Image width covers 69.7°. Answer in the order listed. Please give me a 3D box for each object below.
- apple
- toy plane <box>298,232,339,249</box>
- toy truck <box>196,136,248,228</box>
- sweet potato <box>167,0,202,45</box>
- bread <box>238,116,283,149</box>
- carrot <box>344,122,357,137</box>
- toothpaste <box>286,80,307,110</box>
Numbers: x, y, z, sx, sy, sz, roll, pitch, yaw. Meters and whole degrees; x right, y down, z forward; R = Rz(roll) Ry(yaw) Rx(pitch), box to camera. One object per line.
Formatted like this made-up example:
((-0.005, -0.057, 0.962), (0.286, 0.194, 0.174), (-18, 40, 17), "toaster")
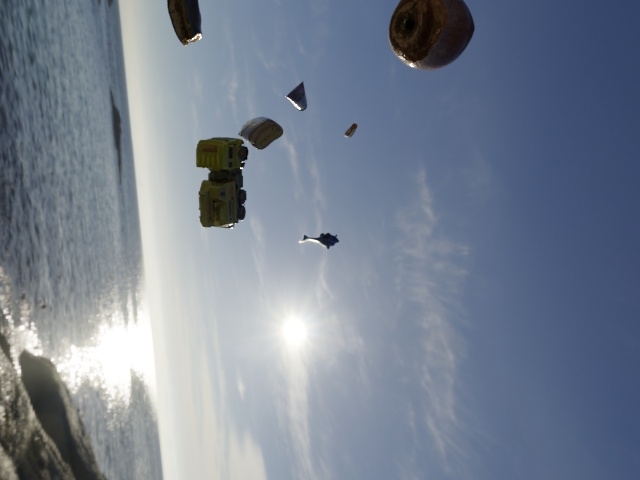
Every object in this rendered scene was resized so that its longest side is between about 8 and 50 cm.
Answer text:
((0.290, -0.562, 1.224), (0.211, 0.187, 0.211), (7, -81, 49), "apple")
((0.000, 0.000, 1.736), (0.054, 0.167, 0.062), (-3, -98, 61), "toy plane")
((-0.303, -0.167, 1.360), (0.157, 0.124, 0.273), (-35, 130, -70), "toy truck")
((-0.310, -0.547, 1.037), (0.077, 0.077, 0.244), (145, -63, -66), "sweet potato")
((-0.175, -0.323, 1.356), (0.192, 0.119, 0.067), (41, -24, 61), "bread")
((0.107, -0.382, 1.603), (0.093, 0.032, 0.032), (155, -72, -76), "carrot")
((-0.092, -0.587, 1.880), (0.057, 0.089, 0.234), (49, 4, 4), "toothpaste")
